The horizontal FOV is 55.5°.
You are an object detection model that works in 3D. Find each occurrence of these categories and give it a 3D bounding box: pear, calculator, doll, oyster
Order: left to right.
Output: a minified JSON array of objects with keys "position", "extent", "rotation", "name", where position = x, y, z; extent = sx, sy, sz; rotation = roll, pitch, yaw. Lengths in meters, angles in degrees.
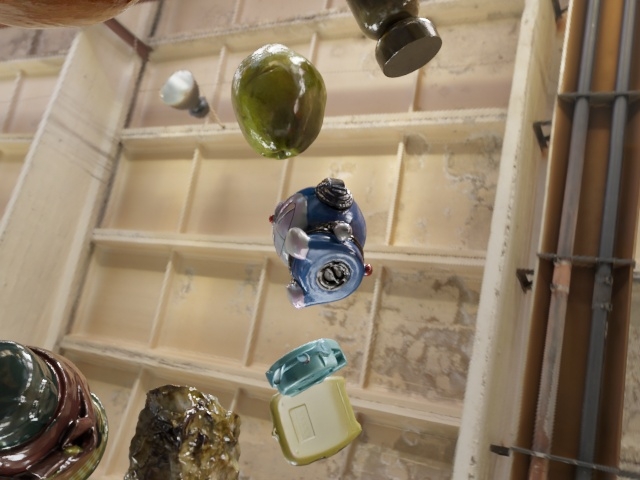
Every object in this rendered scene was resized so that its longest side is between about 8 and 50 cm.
[{"position":[-0.200,0.422,0.943],"extent":[0.111,0.204,0.396],"rotation":[3,-94,62],"name":"oyster"},{"position":[-0.112,-0.367,1.599],"extent":[0.269,0.269,0.321],"rotation":[-11,-108,24],"name":"pear"},{"position":[-0.007,0.345,1.183],"extent":[0.033,0.236,0.157],"rotation":[-29,-106,39],"name":"calculator"},{"position":[0.000,0.000,1.438],"extent":[0.310,0.240,0.284],"rotation":[-112,-145,-58],"name":"doll"}]

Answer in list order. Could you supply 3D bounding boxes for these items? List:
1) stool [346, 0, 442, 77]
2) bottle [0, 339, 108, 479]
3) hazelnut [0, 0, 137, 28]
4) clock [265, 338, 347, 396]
[{"position":[0.195,-0.606,1.661],"extent":[0.179,0.179,0.264],"rotation":[-29,-103,14],"name":"stool"},{"position":[-0.292,0.184,0.607],"extent":[0.156,0.271,0.143],"rotation":[14,-120,-4],"name":"bottle"},{"position":[-0.416,-0.454,0.857],"extent":[0.365,0.366,0.366],"rotation":[-11,-116,24],"name":"hazelnut"},{"position":[-0.026,0.182,0.866],"extent":[0.108,0.147,0.045],"rotation":[-33,-110,5],"name":"clock"}]
